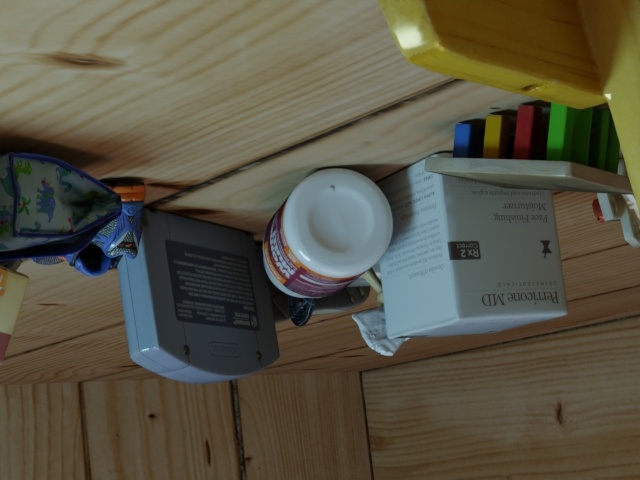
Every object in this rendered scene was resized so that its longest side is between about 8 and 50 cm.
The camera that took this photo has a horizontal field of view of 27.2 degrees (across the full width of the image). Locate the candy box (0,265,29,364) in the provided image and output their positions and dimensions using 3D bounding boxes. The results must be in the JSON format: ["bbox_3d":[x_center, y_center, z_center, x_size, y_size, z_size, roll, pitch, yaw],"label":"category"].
[{"bbox_3d":[-0.424,0.032,1.191,0.183,0.087,0.316,22,169,-40],"label":"candy box"}]

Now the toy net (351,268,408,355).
[{"bbox_3d":[0.100,0.049,1.582,0.122,0.232,0.045,6,143,1],"label":"toy net"}]

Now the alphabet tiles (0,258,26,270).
[{"bbox_3d":[-0.437,0.079,1.349,0.285,0.011,0.342,-13,-150,30],"label":"alphabet tiles"}]

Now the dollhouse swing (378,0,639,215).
[{"bbox_3d":[0.232,-0.090,0.667,0.347,0.304,0.315,-14,167,40],"label":"dollhouse swing"}]

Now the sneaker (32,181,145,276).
[{"bbox_3d":[-0.262,0.000,1.436,0.083,0.087,0.221,1,167,-34],"label":"sneaker"}]

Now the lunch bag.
[{"bbox_3d":[-0.282,-0.030,1.251,0.129,0.096,0.151,-4,178,30],"label":"lunch bag"}]

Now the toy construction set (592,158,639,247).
[{"bbox_3d":[0.485,-0.039,1.517,0.328,0.151,0.215,-3,-164,24],"label":"toy construction set"}]

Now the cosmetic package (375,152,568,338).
[{"bbox_3d":[0.164,0.009,1.482,0.151,0.183,0.151,-2,169,-28],"label":"cosmetic package"}]

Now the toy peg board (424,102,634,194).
[{"bbox_3d":[0.216,-0.095,1.309,0.161,0.079,0.161,5,178,38],"label":"toy peg board"}]

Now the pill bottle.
[{"bbox_3d":[0.000,0.000,1.507,0.121,0.121,0.221,-4,169,-13],"label":"pill bottle"}]

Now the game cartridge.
[{"bbox_3d":[-0.147,0.074,1.606,0.062,0.198,0.297,-11,168,24],"label":"game cartridge"}]

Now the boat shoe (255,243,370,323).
[{"bbox_3d":[-0.085,0.069,1.841,0.324,0.123,0.116,3,168,-34],"label":"boat shoe"}]

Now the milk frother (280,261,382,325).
[{"bbox_3d":[0.018,0.044,1.696,0.135,0.143,0.129,-2,162,-10],"label":"milk frother"}]
